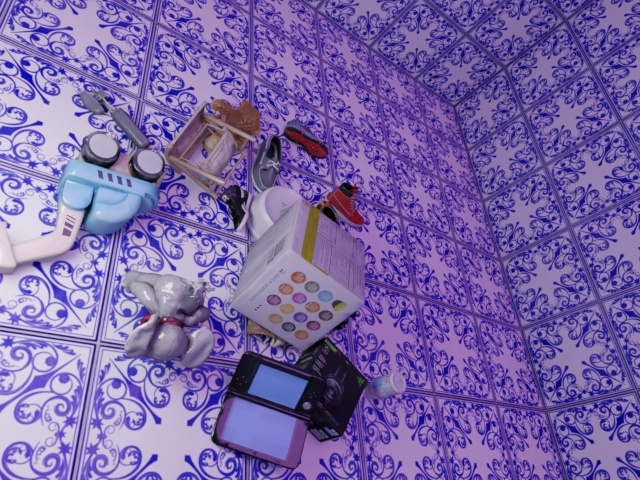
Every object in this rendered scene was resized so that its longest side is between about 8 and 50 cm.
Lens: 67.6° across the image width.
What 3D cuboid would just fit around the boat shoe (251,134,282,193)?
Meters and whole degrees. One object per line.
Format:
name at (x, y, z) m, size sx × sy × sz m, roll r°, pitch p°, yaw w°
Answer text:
boat shoe at (-0.230, -0.344, 2.131) m, size 0.116 × 0.099 × 0.319 m, roll 27°, pitch 48°, yaw -30°

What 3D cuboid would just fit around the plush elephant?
plush elephant at (-0.451, 0.244, 1.408) m, size 0.272 × 0.330 × 0.255 m, roll 34°, pitch 62°, yaw -33°

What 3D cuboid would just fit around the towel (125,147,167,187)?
towel at (-0.641, -0.262, 1.736) m, size 0.152 × 0.023 × 0.113 m, roll 32°, pitch 46°, yaw -25°

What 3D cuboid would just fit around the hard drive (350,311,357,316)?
hard drive at (0.109, 0.269, 2.097) m, size 0.094 × 0.022 × 0.135 m, roll 10°, pitch 57°, yaw -40°

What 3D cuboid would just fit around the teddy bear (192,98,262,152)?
teddy bear at (-0.410, -0.491, 2.072) m, size 0.245 × 0.113 × 0.338 m, roll 39°, pitch 50°, yaw -8°

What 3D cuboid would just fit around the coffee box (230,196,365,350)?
coffee box at (-0.066, 0.123, 1.741) m, size 0.334 × 0.338 × 0.338 m, roll 37°, pitch 30°, yaw -19°

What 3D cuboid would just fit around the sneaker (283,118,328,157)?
sneaker at (-0.059, -0.525, 2.420) m, size 0.262 × 0.104 × 0.125 m, roll 33°, pitch 43°, yaw -24°

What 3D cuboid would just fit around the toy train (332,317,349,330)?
toy train at (0.053, 0.290, 1.966) m, size 0.080 × 0.105 × 0.184 m, roll 3°, pitch 61°, yaw -39°

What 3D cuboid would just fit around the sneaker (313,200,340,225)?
sneaker at (0.000, 0.000, 1.968) m, size 0.125 × 0.180 × 0.320 m, roll 2°, pitch 101°, yaw -10°

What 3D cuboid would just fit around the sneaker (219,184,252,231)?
sneaker at (-0.349, -0.134, 1.897) m, size 0.121 × 0.079 × 0.216 m, roll 28°, pitch 39°, yaw -24°

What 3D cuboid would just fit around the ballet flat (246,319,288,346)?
ballet flat at (-0.183, 0.349, 1.741) m, size 0.206 × 0.073 × 0.067 m, roll 29°, pitch 74°, yaw -23°

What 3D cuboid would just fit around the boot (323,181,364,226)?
boot at (0.160, -0.175, 2.334) m, size 0.244 × 0.176 × 0.088 m, roll 37°, pitch 41°, yaw -21°

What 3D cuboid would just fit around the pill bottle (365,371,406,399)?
pill bottle at (0.259, 0.587, 1.918) m, size 0.087 × 0.160 × 0.087 m, roll 24°, pitch 49°, yaw -31°

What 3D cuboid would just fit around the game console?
game console at (-0.155, 0.528, 1.497) m, size 0.293 × 0.250 × 0.173 m, roll 22°, pitch 21°, yaw -7°

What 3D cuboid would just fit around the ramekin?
ramekin at (-0.164, -0.103, 1.977) m, size 0.273 × 0.127 × 0.272 m, roll 16°, pitch 57°, yaw -26°

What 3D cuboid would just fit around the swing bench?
swing bench at (-0.428, -0.346, 1.840) m, size 0.255 × 0.165 × 0.253 m, roll 35°, pitch 64°, yaw -11°

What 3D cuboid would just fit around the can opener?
can opener at (-0.747, -0.433, 1.733) m, size 0.095 × 0.076 × 0.283 m, roll -42°, pitch 97°, yaw -17°

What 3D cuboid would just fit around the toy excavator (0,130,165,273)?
toy excavator at (-0.713, -0.093, 1.431) m, size 0.433 × 0.222 × 0.444 m, roll 16°, pitch 62°, yaw -35°

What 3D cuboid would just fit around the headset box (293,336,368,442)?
headset box at (0.016, 0.532, 1.744) m, size 0.246 × 0.131 × 0.283 m, roll 49°, pitch 40°, yaw -8°
